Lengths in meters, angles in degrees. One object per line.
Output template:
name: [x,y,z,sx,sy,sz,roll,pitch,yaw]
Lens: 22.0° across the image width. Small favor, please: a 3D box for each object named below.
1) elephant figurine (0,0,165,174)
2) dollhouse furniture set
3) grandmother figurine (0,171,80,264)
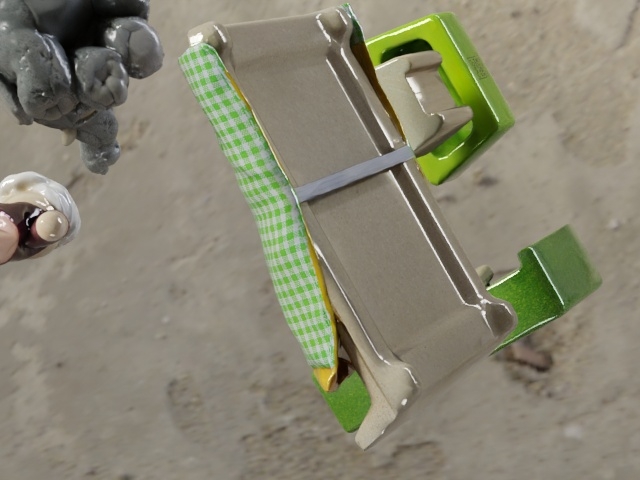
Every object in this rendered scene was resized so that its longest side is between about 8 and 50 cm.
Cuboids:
elephant figurine: [-0.245,-0.157,1.450,0.169,0.239,0.186,-10,86,-24]
dollhouse furniture set: [0.000,0.000,0.853,0.197,0.151,0.301,61,27,4]
grandmother figurine: [-0.331,0.003,1.577,0.208,0.342,0.104,5,102,16]
